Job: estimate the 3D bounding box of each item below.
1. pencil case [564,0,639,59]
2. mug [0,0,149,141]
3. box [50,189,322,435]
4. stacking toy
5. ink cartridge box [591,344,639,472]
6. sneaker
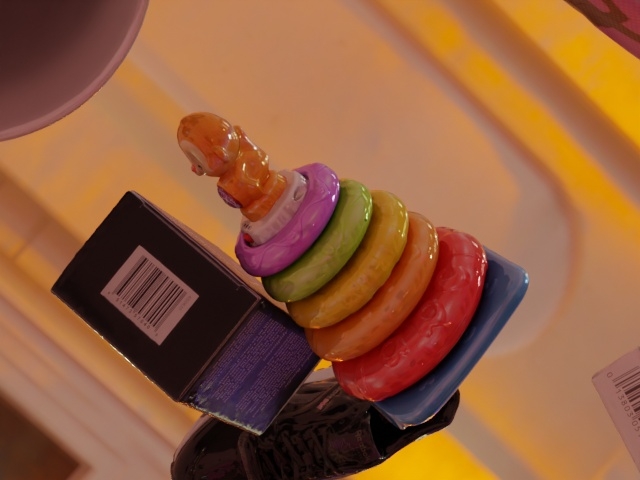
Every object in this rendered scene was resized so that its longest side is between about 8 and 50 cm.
[{"bbox_3d":[0.062,-0.200,0.550,0.167,0.386,0.160,-55,-172,-12],"label":"pencil case"},{"bbox_3d":[-0.258,-0.281,1.408,0.374,0.276,0.328,-17,-148,-11],"label":"mug"},{"bbox_3d":[-0.102,0.065,1.447,0.108,0.153,0.207,-51,159,0],"label":"box"},{"bbox_3d":[0.000,0.000,1.375,0.166,0.302,0.175,-51,-156,-1],"label":"stacking toy"},{"bbox_3d":[0.308,0.154,1.292,0.056,0.181,0.224,-36,163,35],"label":"ink cartridge box"},{"bbox_3d":[-0.004,0.179,1.632,0.283,0.107,0.124,-25,-165,-14],"label":"sneaker"}]
